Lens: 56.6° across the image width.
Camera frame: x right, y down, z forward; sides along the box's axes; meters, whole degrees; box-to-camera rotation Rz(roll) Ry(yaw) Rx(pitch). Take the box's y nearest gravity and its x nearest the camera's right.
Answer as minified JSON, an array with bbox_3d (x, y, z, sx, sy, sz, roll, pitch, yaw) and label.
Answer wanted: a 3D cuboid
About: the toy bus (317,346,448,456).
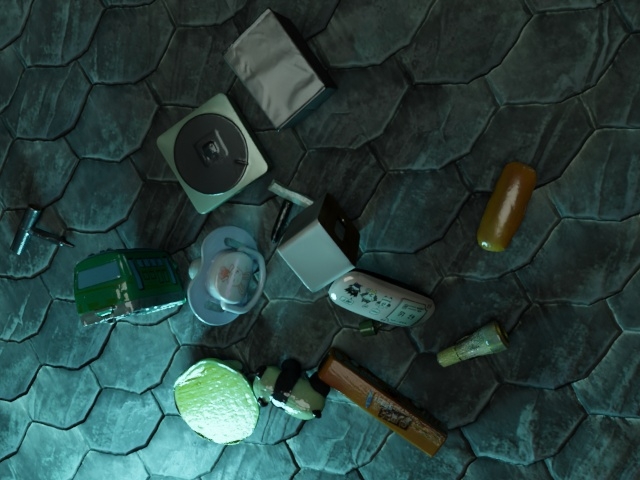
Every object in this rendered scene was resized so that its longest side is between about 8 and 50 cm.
[{"bbox_3d":[0.174,0.454,1.689,0.408,0.092,0.093,34,103,6],"label":"toy bus"}]

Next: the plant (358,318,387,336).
[{"bbox_3d":[0.161,0.241,1.681,0.102,0.051,0.051,-18,94,11],"label":"plant"}]

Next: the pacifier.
[{"bbox_3d":[-0.292,0.096,1.724,0.225,0.238,0.287,11,83,44],"label":"pacifier"}]

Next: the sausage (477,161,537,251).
[{"bbox_3d":[0.480,-0.083,1.531,0.098,0.098,0.239,21,101,10],"label":"sausage"}]

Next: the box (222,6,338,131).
[{"bbox_3d":[-0.101,-0.449,1.586,0.188,0.153,0.252,-38,89,18],"label":"box"}]

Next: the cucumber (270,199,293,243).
[{"bbox_3d":[-0.114,-0.052,1.714,0.032,0.032,0.133,24,105,9],"label":"cucumber"}]

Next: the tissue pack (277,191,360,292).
[{"bbox_3d":[0.001,0.001,1.571,0.136,0.246,0.159,-34,104,18],"label":"tissue pack"}]

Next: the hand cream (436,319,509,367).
[{"bbox_3d":[0.410,0.293,1.620,0.203,0.084,0.084,-31,90,23],"label":"hand cream"}]

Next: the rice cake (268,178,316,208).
[{"bbox_3d":[-0.072,-0.125,1.693,0.170,0.029,0.033,27,110,10],"label":"rice cake"}]

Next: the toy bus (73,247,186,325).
[{"bbox_3d":[-0.541,0.124,1.695,0.183,0.343,0.200,-17,86,10],"label":"toy bus"}]

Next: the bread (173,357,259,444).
[{"bbox_3d":[-0.315,0.497,1.828,0.301,0.045,0.302,6,109,18],"label":"bread"}]

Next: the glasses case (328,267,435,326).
[{"bbox_3d":[0.167,0.156,1.586,0.314,0.075,0.122,22,128,-25],"label":"glasses case"}]

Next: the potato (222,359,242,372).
[{"bbox_3d":[-0.272,0.389,1.824,0.093,0.036,0.037,3,129,22],"label":"potato"}]

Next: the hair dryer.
[{"bbox_3d":[-0.889,0.003,1.912,0.194,0.050,0.173,33,108,4],"label":"hair dryer"}]

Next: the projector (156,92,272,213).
[{"bbox_3d":[-0.303,-0.247,1.705,0.257,0.079,0.259,-31,90,17],"label":"projector"}]

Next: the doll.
[{"bbox_3d":[-0.086,0.437,1.733,0.234,0.135,0.144,22,101,14],"label":"doll"}]
